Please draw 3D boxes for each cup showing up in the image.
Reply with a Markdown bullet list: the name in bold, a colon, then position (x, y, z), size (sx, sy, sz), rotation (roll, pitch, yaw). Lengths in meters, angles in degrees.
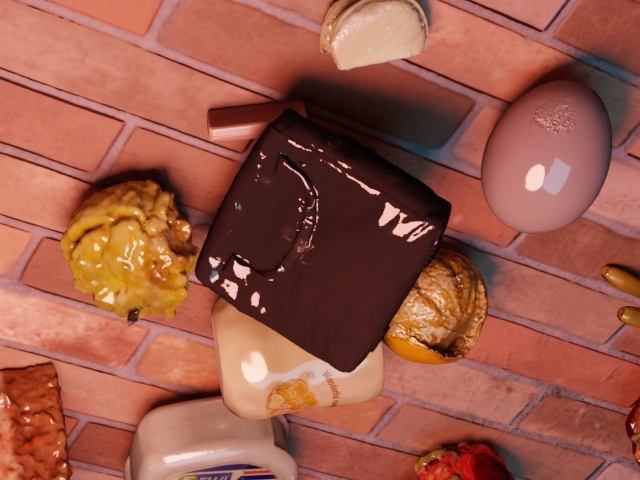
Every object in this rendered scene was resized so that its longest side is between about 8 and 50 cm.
- **cup**: position (-0.037, 0.135, 1.815), size (0.202, 0.255, 0.173), rotation (-7, 91, -6)

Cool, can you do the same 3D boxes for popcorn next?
- **popcorn**: position (-0.220, 0.018, 1.642), size (0.173, 0.142, 0.174), rotation (-2, 113, -5)

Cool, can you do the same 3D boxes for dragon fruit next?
- **dragon fruit**: position (0.197, 0.391, 2.079), size (0.172, 0.160, 0.166), rotation (-49, 166, 34)

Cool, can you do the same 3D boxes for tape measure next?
- **tape measure**: position (-0.149, 0.313, 1.953), size (0.243, 0.125, 0.246), rotation (-1, 137, -19)

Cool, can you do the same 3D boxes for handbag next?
- **handbag**: position (0.000, 0.000, 1.603), size (0.244, 0.088, 0.275), rotation (30, 128, 2)

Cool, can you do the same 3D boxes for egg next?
- **egg**: position (0.268, -0.097, 1.634), size (0.146, 0.146, 0.199), rotation (12, 123, -22)

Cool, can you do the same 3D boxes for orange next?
- **orange**: position (0.146, 0.088, 1.783), size (0.156, 0.134, 0.156), rotation (-42, 162, -18)

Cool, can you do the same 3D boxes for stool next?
- **stool**: position (0.456, 0.064, 1.853), size (0.110, 0.134, 0.135), rotation (28, 77, -30)

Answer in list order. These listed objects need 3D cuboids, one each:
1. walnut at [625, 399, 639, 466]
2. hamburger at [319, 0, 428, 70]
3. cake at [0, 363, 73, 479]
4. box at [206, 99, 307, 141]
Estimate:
- **walnut**: position (0.578, 0.252, 2.001), size (0.269, 0.222, 0.244), rotation (-9, 103, 9)
- **hamburger**: position (0.061, -0.240, 1.527), size (0.121, 0.054, 0.084), rotation (-6, 130, -9)
- **cake**: position (-0.465, 0.341, 1.825), size (0.290, 0.256, 0.282), rotation (-5, 132, -13)
- **box**: position (-0.073, -0.136, 1.596), size (0.115, 0.048, 0.025), rotation (-8, 127, -5)
